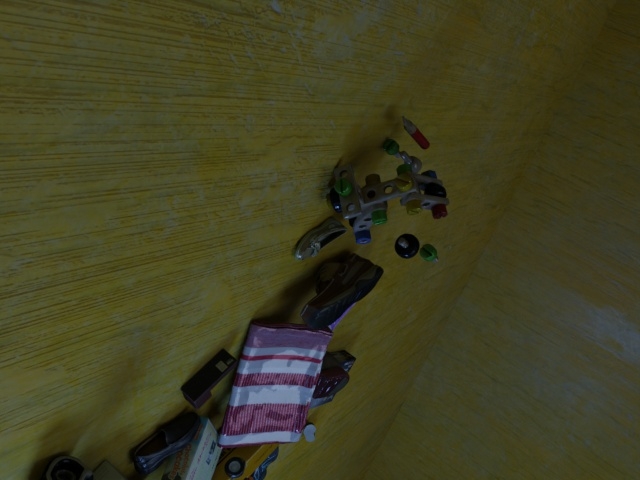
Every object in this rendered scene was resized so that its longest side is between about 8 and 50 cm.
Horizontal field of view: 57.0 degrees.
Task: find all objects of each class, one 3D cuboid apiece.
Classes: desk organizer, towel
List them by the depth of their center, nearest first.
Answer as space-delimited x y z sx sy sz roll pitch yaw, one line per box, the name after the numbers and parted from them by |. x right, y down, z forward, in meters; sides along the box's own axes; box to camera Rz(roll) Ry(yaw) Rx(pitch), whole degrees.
-0.244 0.308 1.308 0.130 0.047 0.050 -42 154 -29 | desk organizer
-0.109 0.359 1.455 0.237 0.037 0.329 10 102 -35 | towel

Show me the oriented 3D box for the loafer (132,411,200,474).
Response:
-0.331 0.431 1.279 0.170 0.062 0.061 -41 146 -34 | loafer

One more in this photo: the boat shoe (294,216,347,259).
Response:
0.000 0.001 1.390 0.153 0.048 0.056 -37 149 -37 | boat shoe

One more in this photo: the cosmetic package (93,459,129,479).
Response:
-0.428 0.555 1.221 0.117 0.085 0.231 -44 151 -27 | cosmetic package

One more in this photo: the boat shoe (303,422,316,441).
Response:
-0.039 0.694 2.161 0.046 0.038 0.125 -9 138 -2 | boat shoe

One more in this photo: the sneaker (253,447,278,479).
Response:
-0.199 0.656 1.745 0.106 0.101 0.268 -25 140 -46 | sneaker

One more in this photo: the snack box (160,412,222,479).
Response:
-0.316 0.578 1.335 0.187 0.060 0.322 85 19 -54 | snack box

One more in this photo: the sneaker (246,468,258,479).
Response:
-0.269 0.748 1.637 0.180 0.124 0.321 -65 170 -76 | sneaker

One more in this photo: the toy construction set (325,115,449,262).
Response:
0.149 -0.137 1.342 0.237 0.257 0.309 32 70 -53 | toy construction set

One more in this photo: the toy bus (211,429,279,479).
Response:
-0.207 0.550 1.564 0.332 0.130 0.108 -39 149 -34 | toy bus

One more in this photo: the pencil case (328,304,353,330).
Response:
0.051 0.186 1.659 0.206 0.088 0.086 -48 152 -18 | pencil case

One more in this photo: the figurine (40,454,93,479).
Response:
-0.428 0.517 1.052 0.210 0.214 0.092 -57 -167 14 | figurine

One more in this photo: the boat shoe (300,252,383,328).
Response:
0.040 0.121 1.525 0.324 0.120 0.123 -27 154 -55 | boat shoe

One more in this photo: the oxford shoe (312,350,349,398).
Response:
-0.082 0.359 1.601 0.348 0.130 0.123 12 122 -44 | oxford shoe

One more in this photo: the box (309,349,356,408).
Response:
0.015 0.462 1.961 0.183 0.056 0.231 -61 155 7 | box
